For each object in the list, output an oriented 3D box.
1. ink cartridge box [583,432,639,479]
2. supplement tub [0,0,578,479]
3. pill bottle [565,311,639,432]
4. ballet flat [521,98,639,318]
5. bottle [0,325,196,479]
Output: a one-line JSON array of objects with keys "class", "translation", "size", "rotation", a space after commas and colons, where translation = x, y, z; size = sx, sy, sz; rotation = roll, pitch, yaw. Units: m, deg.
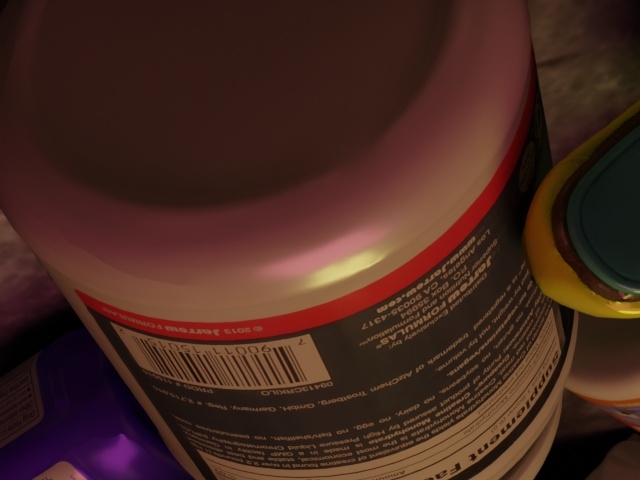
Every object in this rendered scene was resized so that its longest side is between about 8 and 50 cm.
[{"class": "ink cartridge box", "translation": [0.147, 0.359, 1.089], "size": [0.279, 0.160, 0.385], "rotation": [-40, 159, -37]}, {"class": "supplement tub", "translation": [0.000, 0.000, 0.608], "size": [0.191, 0.191, 0.272], "rotation": [-21, 145, 1]}, {"class": "pill bottle", "translation": [0.207, 0.055, 0.844], "size": [0.121, 0.121, 0.216], "rotation": [-35, 142, 20]}, {"class": "ballet flat", "translation": [0.160, -0.050, 0.518], "size": [0.231, 0.077, 0.077], "rotation": [-35, 174, -11]}, {"class": "bottle", "translation": [-0.184, 0.150, 0.806], "size": [0.283, 0.092, 0.118], "rotation": [-34, 142, 19]}]
